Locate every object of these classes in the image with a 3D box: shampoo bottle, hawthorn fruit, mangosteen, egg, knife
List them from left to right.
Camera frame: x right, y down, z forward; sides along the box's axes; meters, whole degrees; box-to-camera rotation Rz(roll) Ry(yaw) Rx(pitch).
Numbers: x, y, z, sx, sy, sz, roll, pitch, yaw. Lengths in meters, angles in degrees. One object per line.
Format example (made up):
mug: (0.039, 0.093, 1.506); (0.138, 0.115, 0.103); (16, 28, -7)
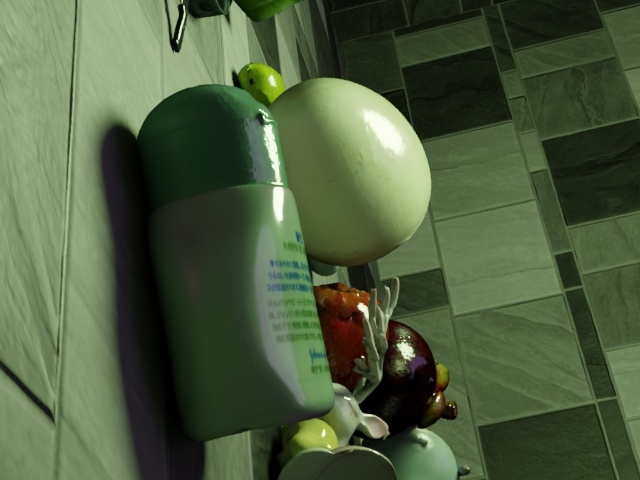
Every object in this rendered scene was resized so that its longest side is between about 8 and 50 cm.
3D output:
knife: (-0.175, -0.318, 1.354); (0.023, 0.010, 0.170); (57, 35, -59)
shampoo bottle: (-0.090, 0.015, 1.036); (0.222, 0.151, 0.350); (21, 57, -75)
hawthorn fruit: (0.019, 0.154, 1.639); (0.173, 0.179, 0.173); (35, 12, -9)
egg: (0.027, -0.113, 1.681); (0.345, 0.283, 0.283); (51, 25, -48)
mangosteen: (0.132, 0.265, 1.898); (0.228, 0.265, 0.228); (-62, -174, 11)

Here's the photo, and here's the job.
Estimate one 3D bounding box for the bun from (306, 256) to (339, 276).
bun: (0.000, 0.000, 2.048); (0.141, 0.083, 0.141); (-3, 90, -86)

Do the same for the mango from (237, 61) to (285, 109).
mango: (-0.092, -0.240, 1.766); (0.165, 0.074, 0.091); (65, 12, -61)

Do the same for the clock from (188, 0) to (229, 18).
clock: (-0.184, -0.431, 1.497); (0.226, 0.049, 0.226); (-14, 90, -84)

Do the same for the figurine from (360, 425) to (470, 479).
figurine: (0.112, 0.407, 2.053); (0.205, 0.224, 0.382); (45, 2, -38)

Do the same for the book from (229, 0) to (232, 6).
book: (-0.165, -0.455, 1.806); (0.111, 0.014, 0.077); (-89, 164, -63)

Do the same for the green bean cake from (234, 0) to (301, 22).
green bean cake: (-0.117, -0.508, 1.737); (0.248, 0.124, 0.222); (46, 30, -58)

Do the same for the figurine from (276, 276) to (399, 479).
figurine: (0.021, 0.216, 1.411); (0.316, 0.206, 0.284); (-99, -176, -63)
